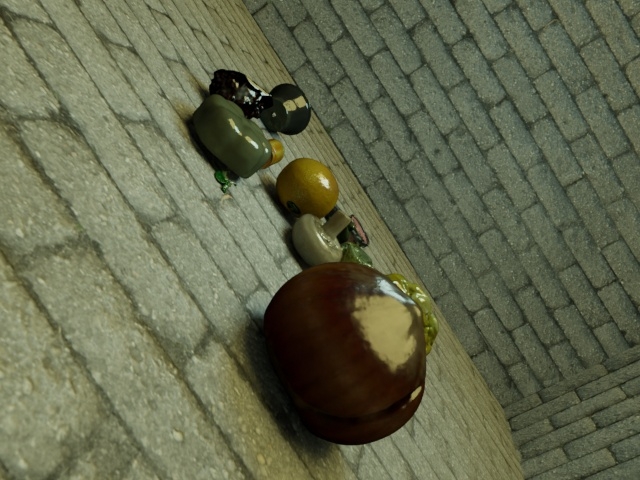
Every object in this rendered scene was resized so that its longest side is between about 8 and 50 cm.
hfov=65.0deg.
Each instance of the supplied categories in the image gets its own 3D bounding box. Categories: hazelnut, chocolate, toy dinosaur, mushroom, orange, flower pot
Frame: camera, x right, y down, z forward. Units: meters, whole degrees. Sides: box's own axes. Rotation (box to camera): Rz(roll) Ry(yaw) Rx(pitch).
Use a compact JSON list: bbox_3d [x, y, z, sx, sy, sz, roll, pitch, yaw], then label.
[{"bbox_3d":[0.055,0.243,1.131,0.409,0.359,0.359,53,13,17],"label":"hazelnut"},{"bbox_3d":[-0.311,-0.458,1.754,0.224,0.206,0.177,33,72,-37],"label":"chocolate"},{"bbox_3d":[-0.285,-0.189,1.455,0.060,0.029,0.119,-2,61,-60],"label":"toy dinosaur"},{"bbox_3d":[0.015,-0.018,1.697,0.207,0.215,0.207,42,18,-18],"label":"mushroom"},{"bbox_3d":[-0.048,-0.185,1.809,0.236,0.236,0.236,52,16,-22],"label":"orange"},{"bbox_3d":[-0.175,-0.576,2.251,0.235,0.235,0.148,56,34,-6],"label":"flower pot"}]

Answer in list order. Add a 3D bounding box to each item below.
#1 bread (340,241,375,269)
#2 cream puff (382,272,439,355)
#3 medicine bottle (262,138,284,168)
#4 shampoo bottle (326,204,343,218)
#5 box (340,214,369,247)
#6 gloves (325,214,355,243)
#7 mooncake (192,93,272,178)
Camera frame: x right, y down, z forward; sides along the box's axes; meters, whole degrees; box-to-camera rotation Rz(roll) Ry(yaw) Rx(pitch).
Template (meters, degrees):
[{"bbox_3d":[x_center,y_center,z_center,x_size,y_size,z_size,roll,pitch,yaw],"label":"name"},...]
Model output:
[{"bbox_3d":[0.142,0.098,2.035,0.186,0.124,0.257,61,14,11],"label":"bread"},{"bbox_3d":[0.239,0.295,1.769,0.257,0.291,0.324,-44,119,-45],"label":"cream puff"},{"bbox_3d":[-0.196,-0.322,1.853,0.096,0.096,0.192,56,15,-9],"label":"medicine bottle"},{"bbox_3d":[0.052,-0.133,2.310,0.309,0.071,0.098,45,23,-34],"label":"shampoo bottle"},{"bbox_3d":[0.118,-0.017,2.167,0.151,0.135,0.151,51,20,-27],"label":"box"},{"bbox_3d":[0.064,-0.036,1.977,0.268,0.135,0.107,124,-50,-81],"label":"gloves"},{"bbox_3d":[-0.267,-0.320,1.531,0.275,0.135,0.275,47,12,-14],"label":"mooncake"}]
